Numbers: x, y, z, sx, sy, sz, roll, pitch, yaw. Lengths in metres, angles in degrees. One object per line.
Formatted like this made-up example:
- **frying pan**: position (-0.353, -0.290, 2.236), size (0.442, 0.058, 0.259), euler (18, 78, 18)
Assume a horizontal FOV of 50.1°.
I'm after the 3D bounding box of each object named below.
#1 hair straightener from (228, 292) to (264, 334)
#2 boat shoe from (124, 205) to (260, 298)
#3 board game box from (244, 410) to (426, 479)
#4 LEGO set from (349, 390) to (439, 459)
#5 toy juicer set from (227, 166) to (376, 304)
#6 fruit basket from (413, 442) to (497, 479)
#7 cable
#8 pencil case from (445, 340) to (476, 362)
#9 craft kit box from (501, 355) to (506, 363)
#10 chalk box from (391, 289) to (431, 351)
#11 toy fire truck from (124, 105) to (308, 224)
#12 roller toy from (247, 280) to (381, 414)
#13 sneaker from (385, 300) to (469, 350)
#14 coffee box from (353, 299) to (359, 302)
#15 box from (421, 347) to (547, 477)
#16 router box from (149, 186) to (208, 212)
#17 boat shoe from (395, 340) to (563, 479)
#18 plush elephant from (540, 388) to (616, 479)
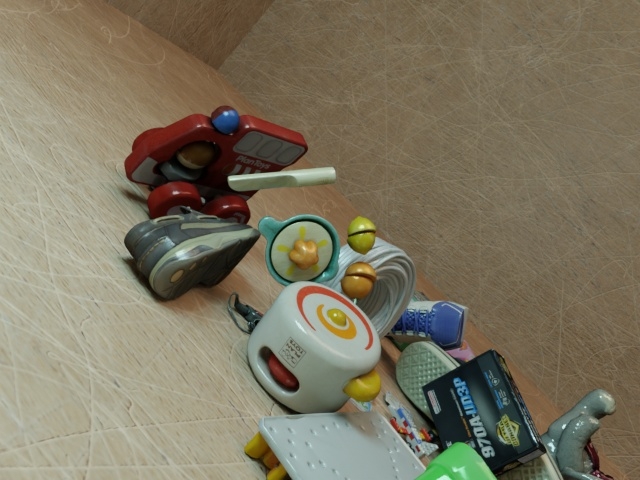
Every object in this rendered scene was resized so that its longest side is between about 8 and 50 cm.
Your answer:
- **hair straightener**: position (-0.070, 0.170, 1.205), size (0.230, 0.047, 0.089), euler (40, 11, -13)
- **boat shoe**: position (-0.208, -0.003, 1.166), size (0.130, 0.132, 0.355), euler (44, 10, 7)
- **board game box**: position (0.111, 0.404, 0.939), size (0.390, 0.050, 0.390), euler (49, 13, 28)
- **LEGO set**: position (0.150, 0.328, 1.354), size (0.244, 0.060, 0.182), euler (43, 15, -1)
- **toy juicer set**: position (0.000, 0.000, 1.182), size (0.329, 0.209, 0.089), euler (68, -10, -25)
- **fruit basket**: position (0.198, 0.394, 0.610), size (0.392, 0.283, 0.392), euler (10, 35, -7)
- **cable**: position (0.080, 0.116, 1.394), size (0.089, 0.257, 0.257), euler (36, 10, 39)
- **pencil case**: position (0.378, 0.364, 1.855), size (0.124, 0.124, 0.284), euler (40, 12, -13)
- **craft kit box**: position (0.469, 0.442, 1.702), size (0.246, 0.061, 0.250), euler (-25, 103, -76)
- **chalk box**: position (0.243, 0.220, 1.889), size (0.132, 0.132, 0.213), euler (49, 14, 27)
- **toy fire truck**: position (-0.202, -0.156, 1.306), size (0.302, 0.254, 0.169), euler (13, 46, -48)
- **roller toy**: position (-0.006, 0.167, 1.092), size (0.191, 0.146, 0.209), euler (24, 28, -23)
- **sneaker**: position (0.177, 0.194, 1.637), size (0.315, 0.128, 0.182), euler (7, 1, 39)
- **coffee box**: position (0.002, 0.128, 1.442), size (0.184, 0.113, 0.040), euler (26, 20, -50)
- **box**: position (0.312, 0.346, 1.333), size (0.051, 0.175, 0.220), euler (39, 26, -43)
- **router box**: position (-0.303, -0.119, 1.489), size (0.133, 0.046, 0.179), euler (39, 12, -22)
- **boat shoe**: position (0.346, 0.398, 1.444), size (0.156, 0.187, 0.500), euler (24, 15, -38)
- **plush elephant**: position (0.563, 0.525, 1.455), size (0.255, 0.330, 0.272), euler (47, -33, 42)
